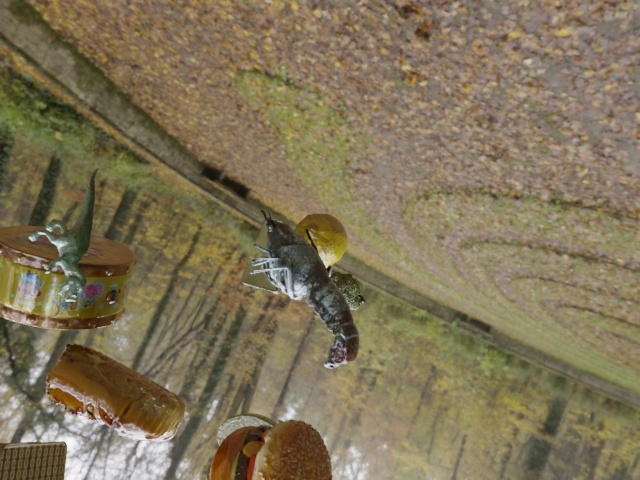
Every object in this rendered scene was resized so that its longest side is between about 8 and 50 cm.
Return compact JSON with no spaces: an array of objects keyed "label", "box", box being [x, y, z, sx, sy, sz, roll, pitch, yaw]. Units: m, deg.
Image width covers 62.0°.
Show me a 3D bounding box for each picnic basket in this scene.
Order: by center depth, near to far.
[{"label":"picnic basket","box":[-0.862,0.659,1.422,0.176,0.227,0.313,-11,158,23]}]

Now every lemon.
[{"label":"lemon","box":[0.000,0.000,1.885,0.192,0.192,0.231,22,167,18]}]

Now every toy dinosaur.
[{"label":"toy dinosaur","box":[-0.605,-0.038,1.254,0.130,0.382,0.076,6,152,-23]}]

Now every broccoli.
[{"label":"broccoli","box":[0.071,0.152,1.581,0.120,0.131,0.130,-25,-107,-45]}]

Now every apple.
[{"label":"apple","box":[-0.226,0.739,1.767,0.258,0.294,0.233,7,147,4]}]

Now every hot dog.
[{"label":"hot dog","box":[-0.589,0.481,1.596,0.366,0.196,0.367,22,162,7]}]

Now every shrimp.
[{"label":"shrimp","box":[-0.040,0.095,1.206,0.222,0.165,0.410,3,-147,-50]}]

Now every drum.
[{"label":"drum","box":[-0.813,0.111,1.685,0.432,0.213,0.431,16,-172,-2]}]

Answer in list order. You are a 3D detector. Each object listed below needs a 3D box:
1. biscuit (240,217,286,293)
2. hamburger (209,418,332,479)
[{"label":"biscuit","box":[-0.165,0.050,1.788,0.148,0.249,0.046,11,165,26]},{"label":"hamburger","box":[-0.116,0.660,1.452,0.250,0.329,0.330,-22,148,28]}]
